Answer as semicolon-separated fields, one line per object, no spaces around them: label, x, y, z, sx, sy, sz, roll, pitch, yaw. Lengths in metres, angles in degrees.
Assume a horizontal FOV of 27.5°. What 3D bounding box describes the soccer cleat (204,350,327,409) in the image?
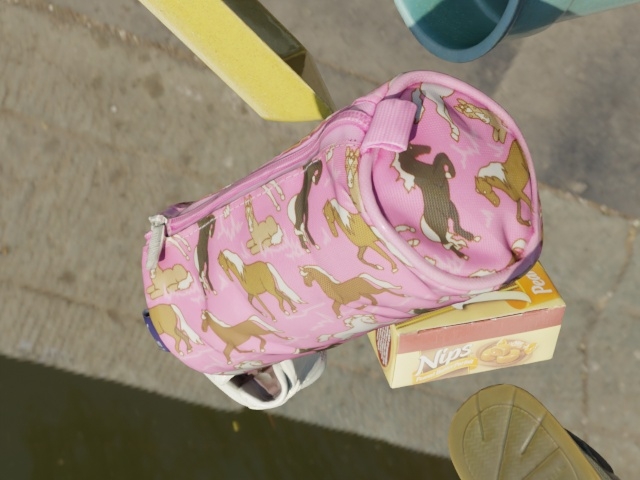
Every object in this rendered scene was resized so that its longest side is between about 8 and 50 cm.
soccer cleat;-0.068;0.154;1.560;0.116;0.143;0.331;-37;151;9

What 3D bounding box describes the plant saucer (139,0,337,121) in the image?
plant saucer;-0.135;-0.293;1.713;0.081;0.333;0.333;-44;110;10

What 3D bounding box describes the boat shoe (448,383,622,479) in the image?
boat shoe;0.152;0.170;0.675;0.080;0.224;0.073;-43;156;18

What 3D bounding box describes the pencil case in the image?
pencil case;0.000;0.000;1.002;0.167;0.386;0.160;-6;80;-34

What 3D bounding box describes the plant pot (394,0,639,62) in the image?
plant pot;0.270;-0.375;1.343;0.334;0.341;0.341;-11;122;-21

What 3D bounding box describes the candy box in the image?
candy box;0.114;0.005;1.418;0.182;0.316;0.088;-9;135;-14
